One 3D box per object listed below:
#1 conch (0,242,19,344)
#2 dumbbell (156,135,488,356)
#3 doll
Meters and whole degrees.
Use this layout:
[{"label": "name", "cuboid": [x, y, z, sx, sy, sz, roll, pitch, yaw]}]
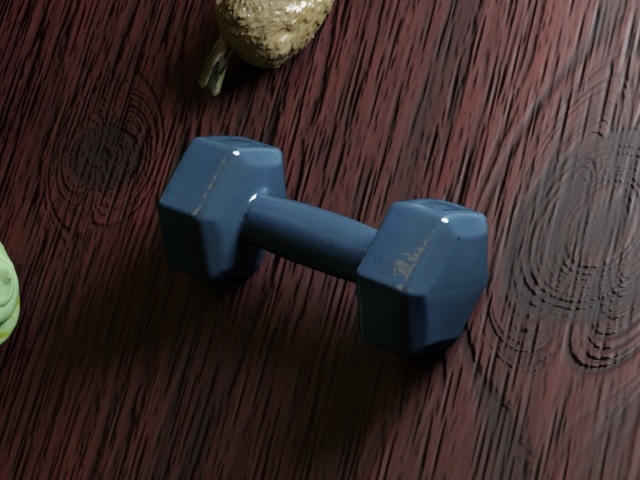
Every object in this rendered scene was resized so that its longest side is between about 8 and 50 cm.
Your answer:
[{"label": "conch", "cuboid": [-0.429, 0.077, 1.849, 0.250, 0.137, 0.143, -20, 59, 13]}, {"label": "dumbbell", "cuboid": [0.000, 0.000, 1.697, 0.325, 0.144, 0.160, 19, 72, 31]}, {"label": "doll", "cuboid": [-0.055, -0.249, 1.870, 0.221, 0.105, 0.115, -45, 63, -5]}]
